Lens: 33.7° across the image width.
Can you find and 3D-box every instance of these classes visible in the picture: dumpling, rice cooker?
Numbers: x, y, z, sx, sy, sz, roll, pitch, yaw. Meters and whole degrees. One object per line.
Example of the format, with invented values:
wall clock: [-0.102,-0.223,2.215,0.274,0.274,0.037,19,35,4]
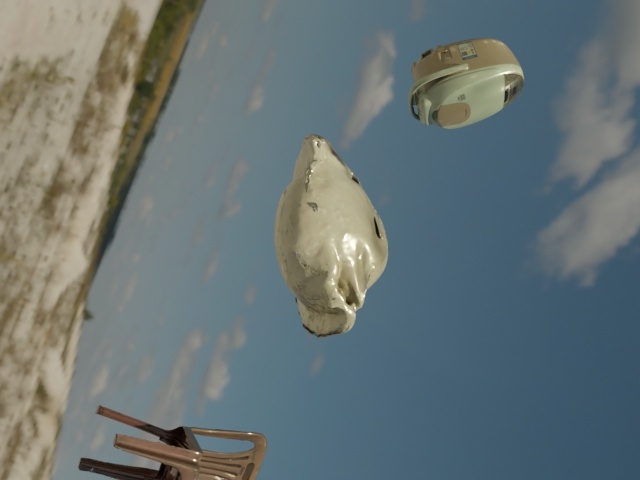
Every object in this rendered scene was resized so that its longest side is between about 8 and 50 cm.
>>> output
dumpling: [0.000,0.000,1.261,0.172,0.142,0.247,144,-54,-60]
rice cooker: [0.253,-0.279,1.865,0.145,0.206,0.127,76,3,-62]

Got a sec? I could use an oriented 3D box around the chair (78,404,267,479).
chair: [-0.230,0.399,1.773,0.176,0.326,0.183,-69,-157,10]
